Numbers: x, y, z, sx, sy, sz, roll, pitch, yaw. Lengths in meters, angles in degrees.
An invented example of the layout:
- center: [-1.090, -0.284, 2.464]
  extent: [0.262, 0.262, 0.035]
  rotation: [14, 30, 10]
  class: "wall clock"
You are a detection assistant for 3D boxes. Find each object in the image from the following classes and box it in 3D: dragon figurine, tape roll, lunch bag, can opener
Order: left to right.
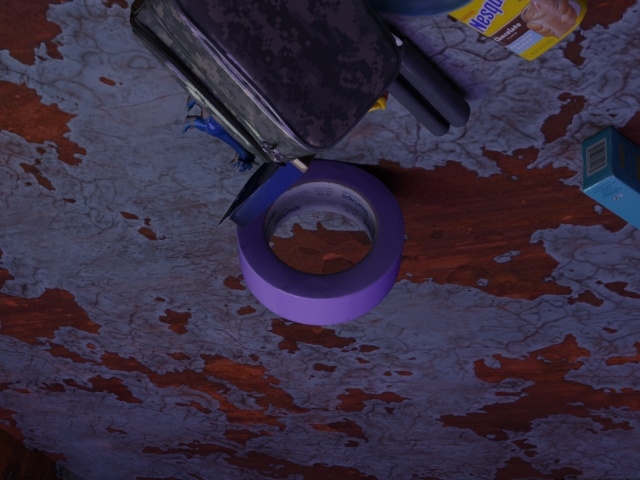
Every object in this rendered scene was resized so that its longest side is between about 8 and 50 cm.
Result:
- center: [-0.132, -0.208, 1.450]
  extent: [0.144, 0.085, 0.289]
  rotation: [12, 152, -8]
  class: "dragon figurine"
- center: [-0.084, -0.246, 1.191]
  extent: [0.305, 0.213, 0.256]
  rotation: [46, 162, -20]
  class: "lunch bag"
- center: [0.000, 0.000, 1.564]
  extent: [0.274, 0.275, 0.090]
  rotation: [7, 146, 4]
  class: "tape roll"
- center: [0.101, -0.234, 1.339]
  extent: [0.076, 0.095, 0.283]
  rotation: [-23, 129, 41]
  class: "can opener"

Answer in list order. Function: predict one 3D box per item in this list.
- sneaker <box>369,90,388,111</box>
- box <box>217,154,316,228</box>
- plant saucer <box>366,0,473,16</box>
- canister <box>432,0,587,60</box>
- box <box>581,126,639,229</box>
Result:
- center: [0.024, -0.206, 1.433]
  extent: [0.175, 0.067, 0.064]
  rotation: [-16, 141, 37]
  class: "sneaker"
- center: [-0.066, -0.103, 1.432]
  extent: [0.036, 0.136, 0.225]
  rotation: [40, 136, -12]
  class: "box"
- center: [0.067, -0.390, 1.084]
  extent: [0.317, 0.044, 0.318]
  rotation: [24, 156, 11]
  class: "plant saucer"
- center: [0.239, -0.312, 1.204]
  extent: [0.169, 0.073, 0.126]
  rotation: [24, 147, -22]
  class: "canister"
- center: [0.513, -0.073, 1.478]
  extent: [0.244, 0.101, 0.060]
  rotation: [27, 143, -26]
  class: "box"
